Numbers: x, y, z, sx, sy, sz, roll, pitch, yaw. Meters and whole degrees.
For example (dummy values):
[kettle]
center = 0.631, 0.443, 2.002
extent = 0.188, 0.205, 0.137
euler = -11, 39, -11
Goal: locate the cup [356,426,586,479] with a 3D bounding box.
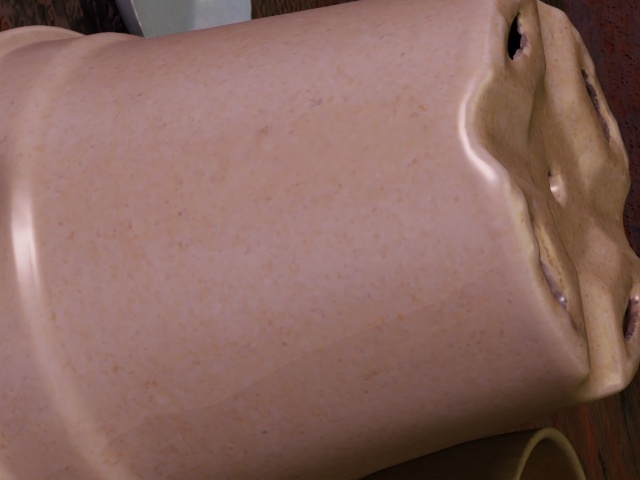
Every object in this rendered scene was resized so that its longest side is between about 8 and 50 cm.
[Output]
[cup]
center = 0.045, 0.290, 0.947
extent = 0.331, 0.237, 0.331
euler = -5, 90, -69

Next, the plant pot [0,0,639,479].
[plant pot]
center = 0.000, 0.000, 0.806
extent = 0.334, 0.306, 0.333
euler = 39, 43, -50

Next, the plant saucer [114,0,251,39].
[plant saucer]
center = -0.105, -0.187, 1.017
extent = 0.195, 0.037, 0.194
euler = -7, 90, -67
